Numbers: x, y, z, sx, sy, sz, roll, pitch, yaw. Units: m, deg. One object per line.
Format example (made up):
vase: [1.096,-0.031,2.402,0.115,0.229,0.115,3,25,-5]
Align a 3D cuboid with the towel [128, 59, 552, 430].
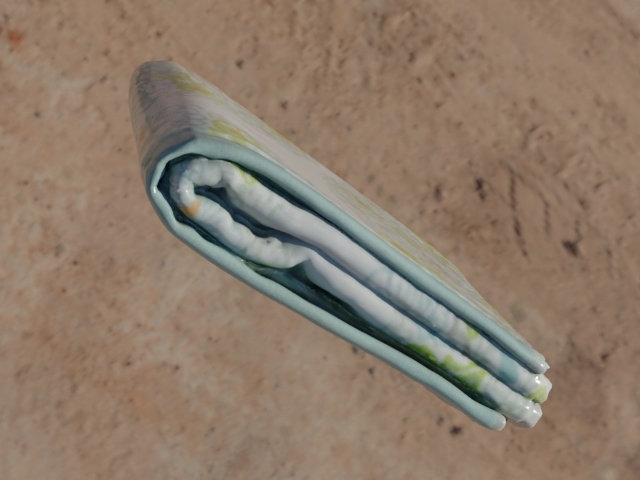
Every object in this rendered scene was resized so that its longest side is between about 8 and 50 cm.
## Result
towel: [0.000,0.000,1.151,0.374,0.090,0.320,36,6,-19]
